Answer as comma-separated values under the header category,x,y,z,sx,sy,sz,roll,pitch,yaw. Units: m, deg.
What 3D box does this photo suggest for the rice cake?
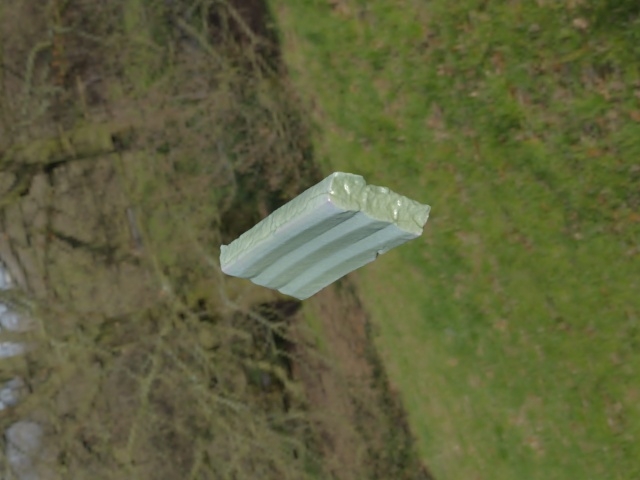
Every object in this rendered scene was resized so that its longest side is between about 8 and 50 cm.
category,x,y,z,sx,sy,sz,roll,pitch,yaw
rice cake,0.000,0.000,1.099,0.237,0.127,0.043,-28,50,51
